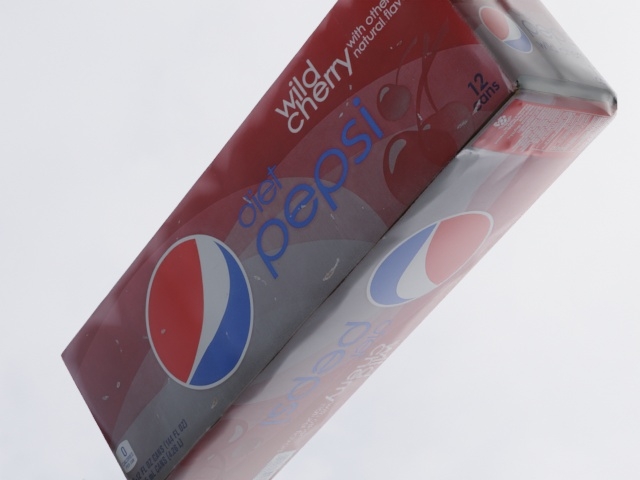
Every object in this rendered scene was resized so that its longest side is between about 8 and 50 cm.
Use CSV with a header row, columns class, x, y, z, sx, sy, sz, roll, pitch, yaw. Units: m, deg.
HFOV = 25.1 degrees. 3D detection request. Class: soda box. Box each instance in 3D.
class,x,y,z,sx,sy,sz,roll,pitch,yaw
soda box,0.000,0.000,0.614,0.083,0.263,0.092,3,-133,-49
